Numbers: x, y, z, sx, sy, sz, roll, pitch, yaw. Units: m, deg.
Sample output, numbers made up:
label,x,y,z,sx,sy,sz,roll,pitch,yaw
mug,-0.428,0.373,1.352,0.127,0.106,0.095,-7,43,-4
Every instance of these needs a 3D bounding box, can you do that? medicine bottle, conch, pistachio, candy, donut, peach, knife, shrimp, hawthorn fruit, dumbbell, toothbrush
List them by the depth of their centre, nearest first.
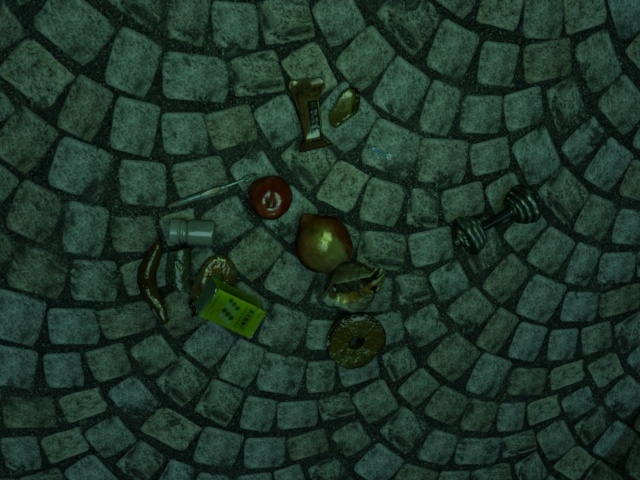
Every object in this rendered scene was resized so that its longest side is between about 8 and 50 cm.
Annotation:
label,x,y,z,sx,sy,sz,roll,pitch,yaw
candy,-0.037,-0.482,1.688,0.143,0.101,0.272,-9,100,0
hawthorn fruit,-0.195,-0.164,1.706,0.189,0.189,0.190,-2,105,-8
pistachio,0.101,-0.511,1.722,0.089,0.049,0.173,36,100,8
medicine bottle,-0.498,-0.032,1.733,0.167,0.105,0.105,3,104,-10
toothbrush,-0.423,-0.195,1.740,0.374,0.037,0.028,-19,103,0
peach,0.000,0.000,1.756,0.232,0.232,0.257,-38,97,3
medicine bottle,-0.362,0.273,1.784,0.250,0.141,0.137,32,91,-30
knife,0.250,-0.356,1.803,0.096,0.010,0.027,23,100,-13
conch,0.127,0.172,1.806,0.263,0.186,0.324,-4,142,-34
shrimp,-0.454,0.195,1.823,0.154,0.062,0.295,31,97,-20
dumbbell,0.735,-0.085,1.858,0.405,0.179,0.179,-30,107,0
donut,0.151,0.429,1.952,0.271,0.107,0.272,-1,106,-3

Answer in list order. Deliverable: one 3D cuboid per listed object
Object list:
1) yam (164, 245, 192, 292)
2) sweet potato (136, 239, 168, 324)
label,x,y,z,sx,sy,sz,roll,pitch,yaw
yam,-0.564,0.113,1.764,0.106,0.107,0.183,4,98,-9
sweet potato,-0.674,0.171,1.764,0.108,0.079,0.347,0,100,20
